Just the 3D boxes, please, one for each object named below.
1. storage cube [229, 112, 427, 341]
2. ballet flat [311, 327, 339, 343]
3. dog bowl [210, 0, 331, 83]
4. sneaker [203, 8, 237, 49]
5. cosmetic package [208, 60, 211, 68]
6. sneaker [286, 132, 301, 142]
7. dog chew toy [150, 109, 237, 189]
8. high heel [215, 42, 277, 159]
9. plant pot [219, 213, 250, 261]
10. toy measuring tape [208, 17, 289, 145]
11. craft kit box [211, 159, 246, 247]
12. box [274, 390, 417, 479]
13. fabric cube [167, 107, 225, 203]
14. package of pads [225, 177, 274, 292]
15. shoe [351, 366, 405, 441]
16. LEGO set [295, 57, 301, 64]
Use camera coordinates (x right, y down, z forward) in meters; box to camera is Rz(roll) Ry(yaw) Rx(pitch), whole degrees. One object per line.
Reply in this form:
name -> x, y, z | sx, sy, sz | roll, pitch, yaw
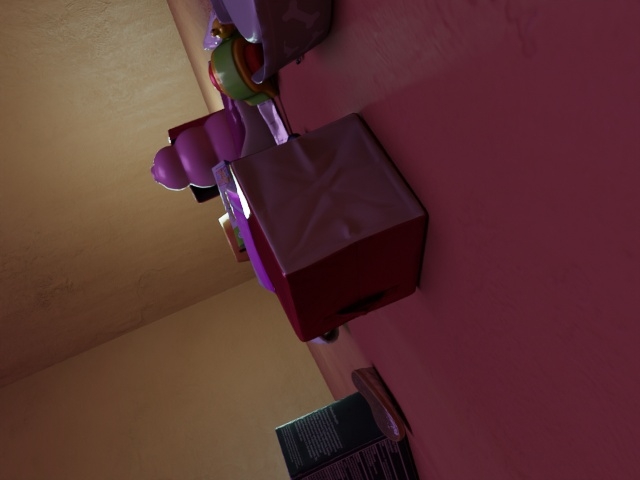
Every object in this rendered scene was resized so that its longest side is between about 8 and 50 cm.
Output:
storage cube -> 0.008, -0.015, 0.766 | 0.193, 0.183, 0.215 | 83, 162, -59
ballet flat -> -0.029, 0.116, 1.575 | 0.139, 0.139, 0.400 | -130, 20, -62
dog bowl -> -0.093, -0.377, 0.715 | 0.349, 0.102, 0.349 | 156, 90, -82
sneaker -> -0.235, -0.505, 1.378 | 0.212, 0.080, 0.094 | -157, 56, -68
cosmetic package -> -0.345, -0.560, 1.939 | 0.115, 0.041, 0.060 | -160, 48, -78
sneaker -> -0.029, -0.130, 1.139 | 0.188, 0.067, 0.078 | 74, -170, -49
dog chew toy -> -0.332, -0.250, 1.704 | 0.206, 0.331, 0.207 | 157, 90, -82
high heel -> -0.152, -0.263, 1.330 | 0.181, 0.127, 0.377 | -131, 29, -66
plant pot -> -0.291, -0.036, 2.440 | 0.291, 0.203, 0.291 | 156, 90, -81
toy measuring tape -> -0.134, -0.280, 1.157 | 0.330, 0.121, 0.121 | 65, 172, -20
craft kit box -> -0.172, -0.087, 1.638 | 0.250, 0.061, 0.247 | 13, -133, -58
box -> 0.076, 0.582, 1.524 | 0.183, 0.294, 0.296 | -123, 13, -58
fabric cube -> -0.397, -0.323, 2.154 | 0.258, 0.259, 0.254 | -133, 20, -65
package of pads -> -0.044, 0.009, 1.136 | 0.229, 0.101, 0.297 | 21, 143, 33
shoe -> 0.149, 0.385, 1.403 | 0.219, 0.058, 0.077 | 52, 143, 46
LEGO set -> -0.049, -0.313, 0.898 | 0.083, 0.023, 0.054 | 55, 177, -16
